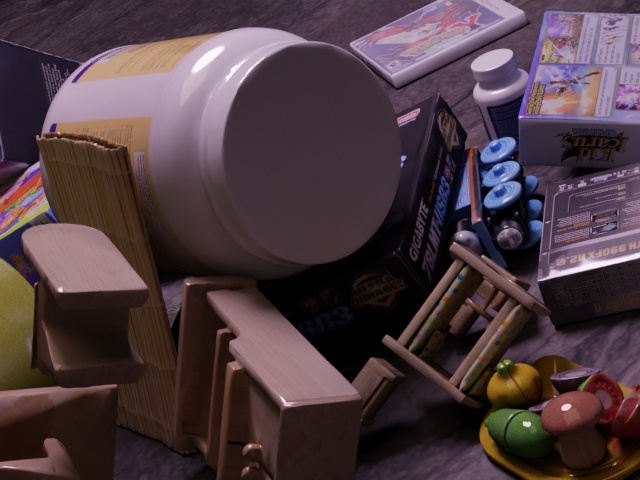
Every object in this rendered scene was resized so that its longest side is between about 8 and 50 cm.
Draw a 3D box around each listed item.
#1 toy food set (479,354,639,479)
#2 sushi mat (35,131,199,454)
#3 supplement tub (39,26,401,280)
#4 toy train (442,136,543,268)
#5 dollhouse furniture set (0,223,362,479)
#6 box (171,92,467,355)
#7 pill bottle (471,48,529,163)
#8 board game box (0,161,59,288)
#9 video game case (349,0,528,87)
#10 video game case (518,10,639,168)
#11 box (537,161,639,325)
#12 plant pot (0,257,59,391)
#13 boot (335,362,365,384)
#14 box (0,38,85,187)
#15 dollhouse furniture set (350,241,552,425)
[{"bbox_3d":[0.208,0.139,1.333,0.128,0.071,0.218,-34,28,-19],"label":"toy food set"},{"bbox_3d":[-0.196,0.048,1.568,0.019,0.316,0.151,-24,20,-33],"label":"sushi mat"},{"bbox_3d":[-0.102,-0.082,1.593,0.241,0.241,0.331,-40,24,-29],"label":"supplement tub"},{"bbox_3d":[0.172,-0.036,1.688,0.105,0.080,0.184,-25,26,17],"label":"toy train"},{"bbox_3d":[-0.202,0.159,1.333,0.394,0.362,0.256,-3,21,-23],"label":"dollhouse furniture set"},{"bbox_3d":[0.000,0.000,1.691,0.296,0.073,0.293,-24,28,28],"label":"box"},{"bbox_3d":[0.210,-0.150,1.813,0.067,0.120,0.067,-19,27,10],"label":"pill bottle"},{"bbox_3d":[-0.372,0.002,1.946,0.347,0.078,0.233,-29,21,31],"label":"board game box"},{"bbox_3d":[0.157,-0.282,2.212,0.201,0.023,0.183,-27,26,-7],"label":"video game case"},{"bbox_3d":[0.346,-0.162,1.723,0.244,0.061,0.269,4,33,13],"label":"video game case"},{"bbox_3d":[0.326,-0.014,1.538,0.231,0.056,0.183,-15,28,19],"label":"box"},{"bbox_3d":[-0.431,0.175,1.533,0.366,0.366,0.353,6,27,45],"label":"plant pot"},{"bbox_3d":[-0.018,0.143,1.546,0.121,0.045,0.099,-32,25,-12],"label":"boot"},{"bbox_3d":[-0.485,-0.135,2.151,0.296,0.182,0.294,-15,-8,19],"label":"box"},{"bbox_3d":[0.128,0.111,1.488,0.101,0.161,0.182,38,97,19],"label":"dollhouse furniture set"}]
